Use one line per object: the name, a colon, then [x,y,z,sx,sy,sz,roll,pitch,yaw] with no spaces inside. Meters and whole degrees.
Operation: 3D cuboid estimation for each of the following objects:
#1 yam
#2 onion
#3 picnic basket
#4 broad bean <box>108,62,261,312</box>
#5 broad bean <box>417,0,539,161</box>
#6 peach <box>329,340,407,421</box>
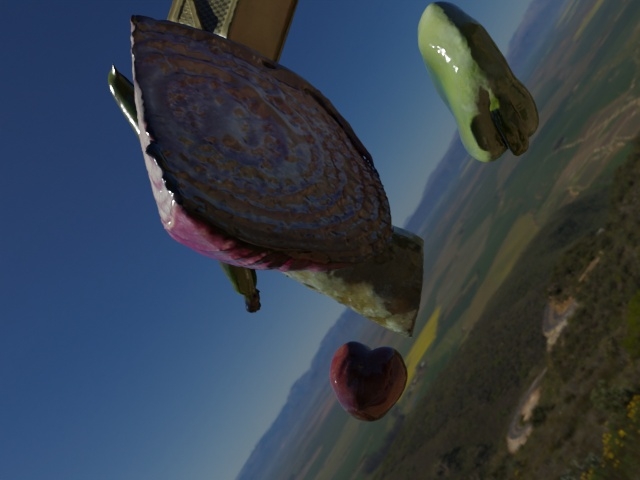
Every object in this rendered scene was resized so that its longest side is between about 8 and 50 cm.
yam: [0.000,0.000,0.784,0.133,0.330,0.133,-63,0,0]
onion: [-0.062,-0.059,0.534,0.247,0.250,0.111,13,-46,-37]
picnic basket: [-0.136,-0.446,1.046,0.165,0.139,0.267,10,-80,-62]
broad bean: [-0.128,-0.049,0.618,0.043,0.298,0.060,-39,17,-33]
broad bean: [0.197,-0.205,0.781,0.100,0.228,0.169,-36,-14,2]
peach: [0.090,0.268,1.135,0.152,0.152,0.152,-56,-6,-10]
